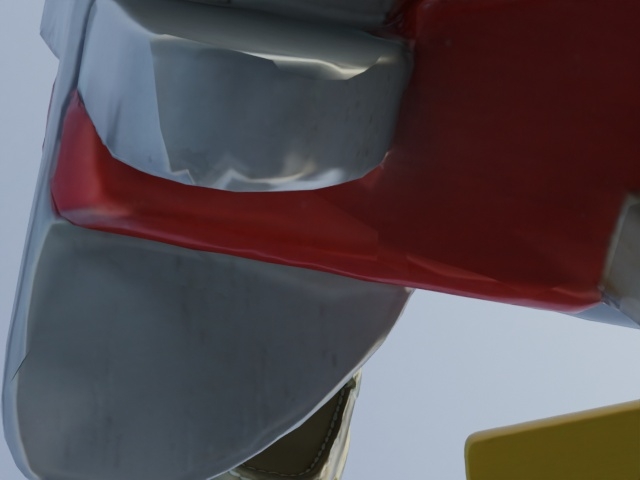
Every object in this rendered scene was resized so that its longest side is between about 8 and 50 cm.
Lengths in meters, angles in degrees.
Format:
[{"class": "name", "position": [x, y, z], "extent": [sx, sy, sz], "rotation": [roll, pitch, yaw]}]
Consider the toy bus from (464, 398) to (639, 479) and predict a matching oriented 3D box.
[{"class": "toy bus", "position": [0.303, 0.197, 1.699], "extent": [0.130, 0.333, 0.108], "rotation": [36, -135, -54]}]

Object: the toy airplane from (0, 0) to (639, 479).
[{"class": "toy airplane", "position": [0.115, 0.012, 0.457], "extent": [0.386, 0.384, 0.272], "rotation": [-32, -62, -52]}]

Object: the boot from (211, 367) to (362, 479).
[{"class": "boot", "position": [0.000, 0.000, 0.820], "extent": [0.077, 0.165, 0.213], "rotation": [17, -141, -5]}]
